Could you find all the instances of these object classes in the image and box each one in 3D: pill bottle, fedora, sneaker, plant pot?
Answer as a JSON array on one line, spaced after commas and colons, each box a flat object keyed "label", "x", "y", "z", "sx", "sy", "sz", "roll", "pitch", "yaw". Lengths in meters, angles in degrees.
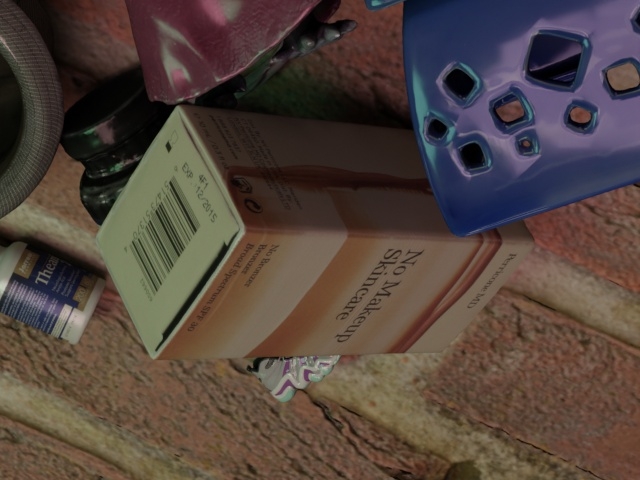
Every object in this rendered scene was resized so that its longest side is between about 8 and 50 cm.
[{"label": "pill bottle", "x": -0.262, "y": 0.042, "z": 1.338, "sx": 0.120, "sy": 0.067, "sz": 0.067, "roll": 25, "pitch": 124, "yaw": -8}, {"label": "fedora", "x": -0.318, "y": -0.135, "z": 1.195, "sx": 0.243, "sy": 0.124, "sz": 0.275, "roll": 39, "pitch": 126, "yaw": -15}, {"label": "sneaker", "x": -0.029, "y": 0.105, "z": 1.358, "sx": 0.069, "sy": 0.038, "sz": 0.098, "roll": 40, "pitch": 120, "yaw": -17}, {"label": "plant pot", "x": 0.166, "y": -0.171, "z": 1.034, "sx": 0.236, "sy": 0.236, "sz": 0.212, "roll": -19, "pitch": 112, "yaw": 21}, {"label": "pill bottle", "x": -0.124, "y": -0.029, "z": 1.235, "sx": 0.122, "sy": 0.123, "sz": 0.219, "roll": -21, "pitch": 117, "yaw": 22}]

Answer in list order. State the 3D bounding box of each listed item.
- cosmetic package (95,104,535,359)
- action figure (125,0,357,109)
[{"label": "cosmetic package", "x": 0.000, "y": 0.000, "z": 1.136, "sx": 0.296, "sy": 0.129, "sz": 0.153, "roll": 1, "pitch": 137, "yaw": -40}, {"label": "action figure", "x": -0.109, "y": -0.285, "z": 1.059, "sx": 0.248, "sy": 0.276, "sz": 0.370, "roll": -31, "pitch": 95, "yaw": 9}]
